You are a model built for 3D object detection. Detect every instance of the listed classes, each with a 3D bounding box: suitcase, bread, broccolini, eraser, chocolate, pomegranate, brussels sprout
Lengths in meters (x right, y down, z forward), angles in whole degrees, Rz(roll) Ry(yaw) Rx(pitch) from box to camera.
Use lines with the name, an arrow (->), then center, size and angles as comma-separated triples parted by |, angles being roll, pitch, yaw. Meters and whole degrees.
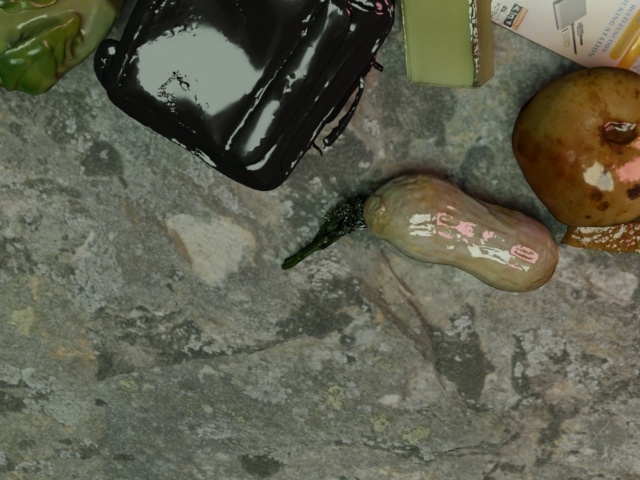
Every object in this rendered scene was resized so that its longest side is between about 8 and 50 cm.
suitcase -> -0.091, -0.272, 1.008 | 0.339, 0.188, 0.345 | 30, 118, -15
bread -> 0.450, -0.024, 1.092 | 0.187, 0.103, 0.065 | 3, 120, 10
broccolini -> -0.005, -0.011, 1.204 | 0.201, 0.074, 0.058 | -28, 75, 34
eraser -> 0.169, -0.295, 0.988 | 0.117, 0.058, 0.172 | 14, 126, 37
chocolate -> 0.216, -0.014, 1.121 | 0.309, 0.134, 0.134 | 19, 120, -2
pomegranate -> 0.361, -0.123, 0.997 | 0.215, 0.215, 0.215 | 4, 120, 7
brussels sprout -> -0.410, -0.336, 0.989 | 0.294, 0.227, 0.259 | -13, 131, 8

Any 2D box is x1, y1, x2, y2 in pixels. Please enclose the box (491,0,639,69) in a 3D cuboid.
box -> 0.333, -0.315, 0.986 | 0.247, 0.033, 0.129 | 24, 121, -4
